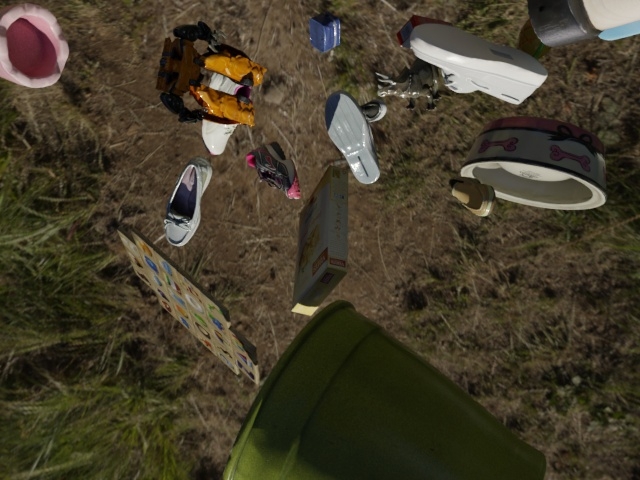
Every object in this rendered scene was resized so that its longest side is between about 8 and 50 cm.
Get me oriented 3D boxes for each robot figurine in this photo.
[{"bbox_3d":[-0.244,-0.351,1.280,0.085,0.291,0.211,17,97,34],"label":"robot figurine"}]

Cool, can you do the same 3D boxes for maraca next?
[{"bbox_3d":[0.623,-0.572,1.695,0.099,0.127,0.186,14,109,-5],"label":"maraca"}]

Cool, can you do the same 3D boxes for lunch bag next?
[{"bbox_3d":[0.014,-0.565,1.564,0.065,0.067,0.099,-35,150,-24],"label":"lunch bag"}]

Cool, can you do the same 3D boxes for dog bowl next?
[{"bbox_3d":[0.619,-0.221,1.674,0.407,0.408,0.151,17,84,-10],"label":"dog bowl"}]

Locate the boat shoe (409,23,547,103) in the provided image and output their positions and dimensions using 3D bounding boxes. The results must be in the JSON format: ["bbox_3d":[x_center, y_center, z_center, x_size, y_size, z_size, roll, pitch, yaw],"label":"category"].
[{"bbox_3d":[0.179,-0.203,0.690,0.184,0.066,0.063,3,139,-27],"label":"boat shoe"}]

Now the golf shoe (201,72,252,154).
[{"bbox_3d":[-0.295,-0.407,1.866,0.140,0.115,0.307,26,120,19],"label":"golf shoe"}]

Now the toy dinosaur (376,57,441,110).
[{"bbox_3d":[0.317,-0.502,1.785,0.313,0.121,0.160,-42,133,-24],"label":"toy dinosaur"}]

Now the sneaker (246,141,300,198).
[{"bbox_3d":[-0.149,-0.218,1.921,0.111,0.299,0.121,-20,128,-15],"label":"sneaker"}]

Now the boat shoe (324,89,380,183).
[{"bbox_3d":[0.067,-0.226,1.236,0.083,0.076,0.226,-11,130,15],"label":"boat shoe"}]

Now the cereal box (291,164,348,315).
[{"bbox_3d":[0.000,0.000,1.113,0.047,0.240,0.173,16,141,-17],"label":"cereal box"}]

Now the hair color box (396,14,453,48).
[{"bbox_3d":[0.334,-0.648,1.833,0.167,0.054,0.093,-2,158,-33],"label":"hair color box"}]

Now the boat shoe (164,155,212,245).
[{"bbox_3d":[-0.449,-0.122,1.925,0.118,0.103,0.321,26,109,1],"label":"boat shoe"}]

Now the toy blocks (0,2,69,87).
[{"bbox_3d":[-0.236,-0.288,0.372,0.259,0.288,0.309,12,87,24],"label":"toy blocks"}]

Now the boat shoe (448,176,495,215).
[{"bbox_3d":[0.320,-0.101,1.264,0.072,0.190,0.068,16,103,-7],"label":"boat shoe"}]

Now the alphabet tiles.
[{"bbox_3d":[-0.236,0.119,1.051,0.342,0.011,0.285,37,153,19],"label":"alphabet tiles"}]

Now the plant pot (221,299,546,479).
[{"bbox_3d":[0.108,0.325,0.832,0.352,0.366,0.367,25,113,20],"label":"plant pot"}]

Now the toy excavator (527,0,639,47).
[{"bbox_3d":[0.446,-0.368,0.698,0.445,0.222,0.433,-40,113,-33],"label":"toy excavator"}]

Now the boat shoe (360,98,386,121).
[{"bbox_3d":[0.101,-0.302,1.403,0.040,0.142,0.049,-29,103,-33],"label":"boat shoe"}]
